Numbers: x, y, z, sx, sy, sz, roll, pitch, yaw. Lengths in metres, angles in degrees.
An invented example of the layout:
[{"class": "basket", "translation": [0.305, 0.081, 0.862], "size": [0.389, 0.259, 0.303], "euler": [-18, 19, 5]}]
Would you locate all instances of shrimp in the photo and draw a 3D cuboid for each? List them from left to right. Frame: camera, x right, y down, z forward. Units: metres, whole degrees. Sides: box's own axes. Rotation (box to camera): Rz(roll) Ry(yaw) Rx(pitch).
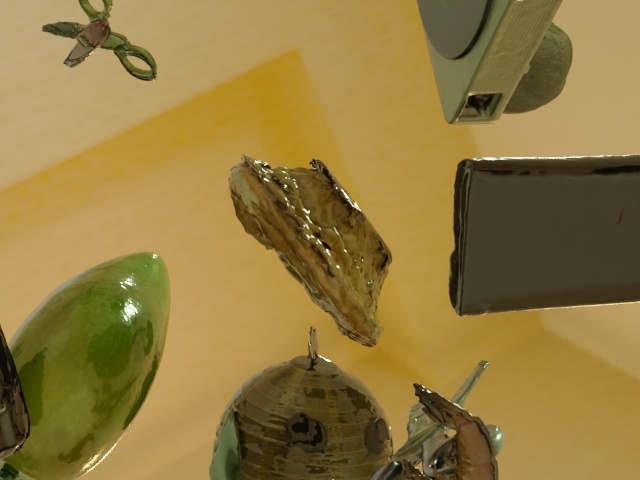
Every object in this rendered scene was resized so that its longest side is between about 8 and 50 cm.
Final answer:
[{"class": "shrimp", "translation": [0.065, 0.197, 1.391], "size": [0.035, 0.195, 0.148], "euler": [-78, 169, -65]}]

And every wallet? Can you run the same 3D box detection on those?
[{"class": "wallet", "translation": [0.381, -0.013, 2.193], "size": [0.062, 0.406, 0.228], "euler": [-137, -132, -65]}]

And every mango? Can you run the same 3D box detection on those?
[{"class": "mango", "translation": [-0.250, 0.122, 1.654], "size": [0.156, 0.343, 0.192], "euler": [32, -51, -5]}]

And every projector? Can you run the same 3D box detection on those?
[{"class": "projector", "translation": [0.146, -0.271, 1.316], "size": [0.257, 0.079, 0.259], "euler": [113, -30, -58]}]

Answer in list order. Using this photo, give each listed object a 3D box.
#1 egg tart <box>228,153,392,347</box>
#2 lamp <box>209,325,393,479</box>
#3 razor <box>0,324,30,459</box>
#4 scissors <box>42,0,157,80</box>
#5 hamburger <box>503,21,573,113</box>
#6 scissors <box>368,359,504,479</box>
[{"class": "egg tart", "translation": [0.000, 0.000, 1.547], "size": [0.241, 0.106, 0.241], "euler": [51, -3, 4]}, {"class": "lamp", "translation": [-0.017, 0.252, 2.039], "size": [0.250, 0.250, 0.284], "euler": [-150, -115, -65]}, {"class": "razor", "translation": [-0.401, 0.067, 1.447], "size": [0.107, 0.189, 0.327], "euler": [-16, 88, -81]}, {"class": "scissors", "translation": [-0.267, -0.237, 1.795], "size": [0.187, 0.020, 0.133], "euler": [0, -51, 53]}, {"class": "hamburger", "translation": [0.252, -0.226, 1.941], "size": [0.062, 0.133, 0.140], "euler": [-99, -171, -50]}, {"class": "scissors", "translation": [0.114, 0.213, 1.640], "size": [0.029, 0.256, 0.383], "euler": [55, 23, -3]}]
